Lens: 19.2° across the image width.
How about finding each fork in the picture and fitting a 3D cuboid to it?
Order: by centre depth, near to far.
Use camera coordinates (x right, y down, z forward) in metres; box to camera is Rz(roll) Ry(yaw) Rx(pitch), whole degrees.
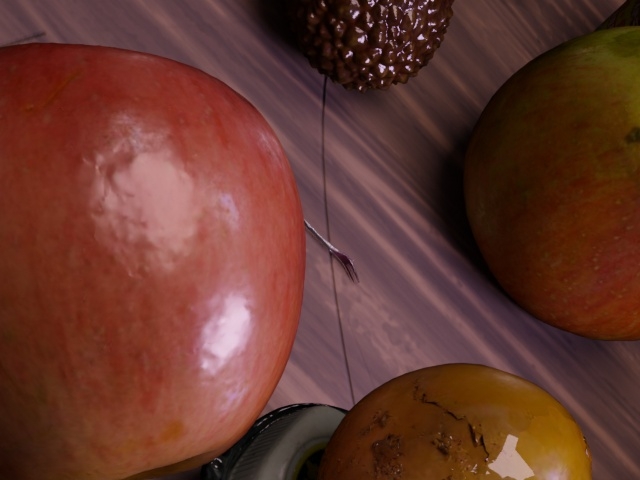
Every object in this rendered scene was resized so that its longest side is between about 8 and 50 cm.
[{"bbox_3d":[0.001,-0.001,1.891,0.115,0.016,0.012,47,52,-8],"label":"fork"}]

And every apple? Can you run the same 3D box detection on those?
[{"bbox_3d":[-0.183,0.033,1.466,0.364,0.364,0.364,21,53,-32],"label":"apple"},{"bbox_3d":[0.327,-0.063,2.012,0.339,0.339,0.339,21,53,-32],"label":"apple"}]

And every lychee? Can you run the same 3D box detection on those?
[{"bbox_3d":[0.050,-0.271,1.969,0.200,0.200,0.238,21,66,-32],"label":"lychee"}]

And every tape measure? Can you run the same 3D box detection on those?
[{"bbox_3d":[-0.008,0.238,1.676,0.207,0.115,0.235,56,39,-9],"label":"tape measure"}]

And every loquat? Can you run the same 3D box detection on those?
[{"bbox_3d":[0.110,0.214,1.556,0.235,0.235,0.235,21,53,-32],"label":"loquat"}]

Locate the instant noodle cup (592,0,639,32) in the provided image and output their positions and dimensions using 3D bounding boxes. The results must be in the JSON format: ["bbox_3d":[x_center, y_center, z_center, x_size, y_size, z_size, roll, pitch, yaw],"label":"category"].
[{"bbox_3d":[0.452,-0.198,2.260,0.311,0.221,0.311,22,53,-33],"label":"instant noodle cup"}]
